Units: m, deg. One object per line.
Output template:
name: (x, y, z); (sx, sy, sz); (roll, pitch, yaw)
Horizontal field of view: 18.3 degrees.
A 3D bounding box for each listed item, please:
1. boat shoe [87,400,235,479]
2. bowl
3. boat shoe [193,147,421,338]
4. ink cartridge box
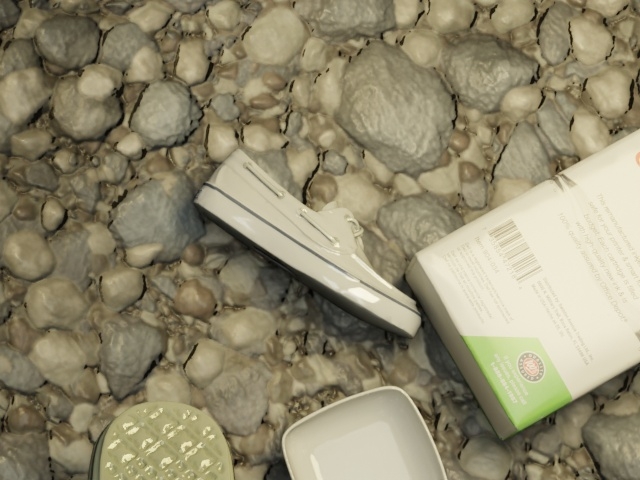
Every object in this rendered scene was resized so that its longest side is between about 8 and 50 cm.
boat shoe: (-0.153, 0.385, 1.761); (0.186, 0.156, 0.500); (6, 53, -8)
bowl: (0.043, 0.224, 1.933); (0.142, 0.053, 0.142); (-21, 80, -7)
boat shoe: (0.000, 0.000, 1.958); (0.258, 0.095, 0.084); (34, 82, 3)
ink cartridge box: (0.251, 0.042, 1.954); (0.272, 0.115, 0.198); (-28, 81, -9)
